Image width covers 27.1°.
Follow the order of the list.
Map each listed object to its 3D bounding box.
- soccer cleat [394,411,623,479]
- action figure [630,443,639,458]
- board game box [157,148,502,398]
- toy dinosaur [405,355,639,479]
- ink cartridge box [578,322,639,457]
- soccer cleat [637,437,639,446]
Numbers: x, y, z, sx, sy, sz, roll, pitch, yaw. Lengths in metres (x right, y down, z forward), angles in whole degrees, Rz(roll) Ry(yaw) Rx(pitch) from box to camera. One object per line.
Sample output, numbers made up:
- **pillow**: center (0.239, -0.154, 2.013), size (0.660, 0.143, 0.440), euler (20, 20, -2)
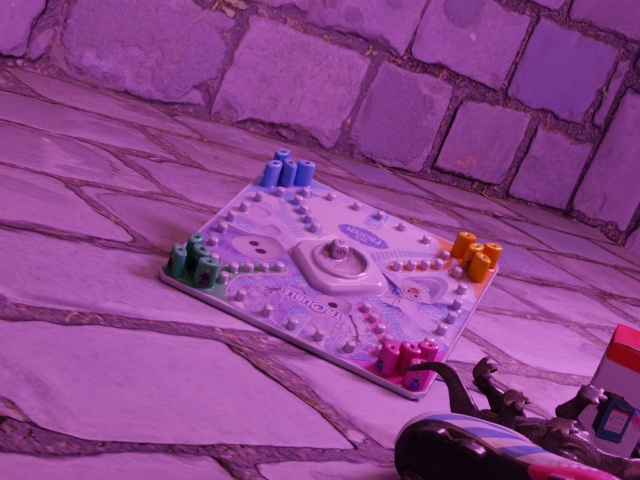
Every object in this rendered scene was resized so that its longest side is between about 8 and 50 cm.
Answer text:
- **soccer cleat**: center (0.235, 0.258, 1.348), size (0.331, 0.116, 0.143), euler (25, 12, 17)
- **action figure**: center (0.522, 0.281, 1.701), size (0.275, 0.164, 0.141), euler (24, 15, 36)
- **board game box**: center (0.030, 0.027, 1.862), size (0.389, 0.050, 0.390), euler (25, 32, 11)
- **toy dinosaur**: center (0.227, 0.227, 1.481), size (0.313, 0.160, 0.121), euler (14, 34, 17)
- **ink cartridge box**: center (0.373, 0.188, 1.645), size (0.078, 0.231, 0.134), euler (25, 11, 10)
- **soccer cleat**: center (0.459, 0.281, 1.834), size (0.178, 0.072, 0.060), euler (4, 0, 34)
